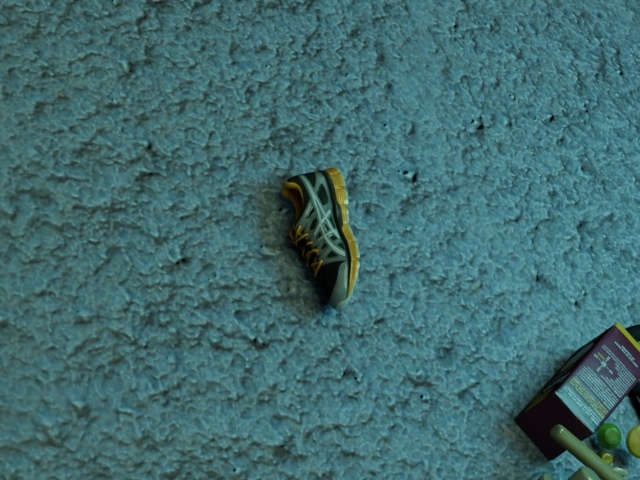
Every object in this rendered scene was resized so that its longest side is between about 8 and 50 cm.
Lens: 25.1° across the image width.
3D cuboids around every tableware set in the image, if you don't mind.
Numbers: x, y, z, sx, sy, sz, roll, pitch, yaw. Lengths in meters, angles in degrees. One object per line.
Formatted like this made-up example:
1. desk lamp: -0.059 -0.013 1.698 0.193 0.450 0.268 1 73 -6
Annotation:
1. tableware set: 0.462 0.317 2.051 0.154 0.024 0.104 12 80 -10

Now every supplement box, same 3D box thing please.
1. supplement box: 0.373 0.211 2.030 0.081 0.104 0.188 48 49 4

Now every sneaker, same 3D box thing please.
1. sneaker: 0.000 0.000 1.958 0.083 0.084 0.214 -2 59 -17

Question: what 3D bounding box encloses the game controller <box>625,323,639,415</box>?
1. game controller: 0.555 0.264 2.148 0.166 0.067 0.319 -15 70 -21

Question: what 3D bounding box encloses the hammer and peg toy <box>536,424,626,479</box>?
1. hammer and peg toy: 0.371 0.411 1.857 0.266 0.127 0.361 39 20 -12
